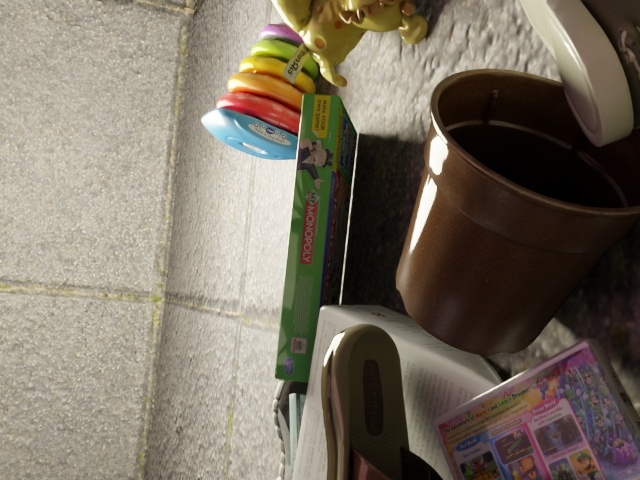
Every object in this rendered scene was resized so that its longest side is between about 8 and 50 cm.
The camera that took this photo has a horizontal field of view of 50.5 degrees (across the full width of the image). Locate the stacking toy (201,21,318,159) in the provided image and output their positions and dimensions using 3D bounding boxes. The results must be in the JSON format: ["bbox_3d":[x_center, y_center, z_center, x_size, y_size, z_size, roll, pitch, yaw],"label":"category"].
[{"bbox_3d":[-0.060,-0.290,1.115,0.166,0.175,0.301,9,79,68],"label":"stacking toy"}]

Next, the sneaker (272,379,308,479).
[{"bbox_3d":[-0.002,0.281,0.871,0.132,0.086,0.228,-154,62,-62],"label":"sneaker"}]

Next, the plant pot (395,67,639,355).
[{"bbox_3d":[0.137,-0.014,0.504,0.167,0.167,0.165,-106,23,-44],"label":"plant pot"}]

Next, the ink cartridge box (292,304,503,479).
[{"bbox_3d":[0.117,0.254,0.611,0.385,0.091,0.308,18,101,51],"label":"ink cartridge box"}]

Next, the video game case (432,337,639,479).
[{"bbox_3d":[0.161,0.166,0.478,0.157,0.019,0.143,-43,55,39],"label":"video game case"}]

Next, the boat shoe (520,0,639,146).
[{"bbox_3d":[0.194,-0.192,0.487,0.109,0.091,0.305,55,-158,-46],"label":"boat shoe"}]

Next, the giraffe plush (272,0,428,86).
[{"bbox_3d":[0.045,-0.302,0.830,0.170,0.181,0.210,-11,62,45],"label":"giraffe plush"}]

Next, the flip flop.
[{"bbox_3d":[0.063,0.200,0.542,0.080,0.112,0.277,-19,65,35],"label":"flip flop"}]

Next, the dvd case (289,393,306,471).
[{"bbox_3d":[0.005,0.233,0.813,0.013,0.119,0.087,-18,63,34],"label":"dvd case"}]

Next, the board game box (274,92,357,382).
[{"bbox_3d":[0.000,0.000,0.846,0.213,0.046,0.317,12,-96,-83],"label":"board game box"}]
